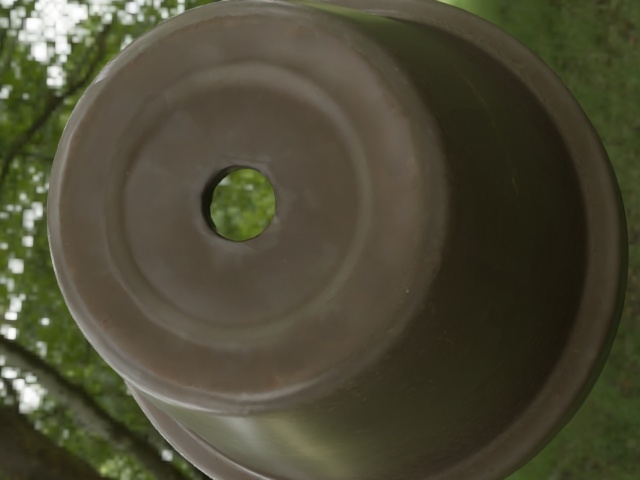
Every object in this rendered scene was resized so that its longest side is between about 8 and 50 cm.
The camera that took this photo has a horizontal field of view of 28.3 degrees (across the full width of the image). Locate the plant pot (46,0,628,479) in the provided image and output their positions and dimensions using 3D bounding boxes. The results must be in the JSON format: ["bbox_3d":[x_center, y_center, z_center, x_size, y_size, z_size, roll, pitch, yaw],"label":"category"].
[{"bbox_3d":[0.000,0.000,0.547,0.229,0.263,0.263,23,-111,-76],"label":"plant pot"}]
